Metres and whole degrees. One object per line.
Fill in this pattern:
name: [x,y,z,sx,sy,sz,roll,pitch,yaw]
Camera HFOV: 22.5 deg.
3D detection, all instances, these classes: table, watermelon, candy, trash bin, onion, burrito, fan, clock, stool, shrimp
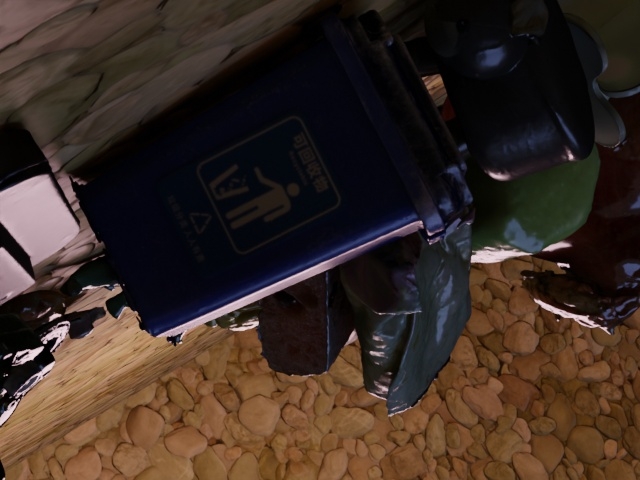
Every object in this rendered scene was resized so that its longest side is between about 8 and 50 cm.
table: [0.264,-0.200,1.365,0.198,0.166,0.166,-39,178,-18]
watermelon: [0.000,0.000,1.292,0.094,0.241,0.154,16,-156,26]
candy: [0.094,-0.042,1.445,0.142,0.132,0.343,2,177,-34]
trash bin: [-0.029,-0.035,1.078,0.234,0.162,0.184,-28,176,2]
onion: [0.284,-0.116,1.596,0.354,0.353,0.353,-33,176,-3]
burrito: [0.068,0.035,1.267,0.144,0.089,0.229,-61,162,-25]
fan: [-0.216,0.072,1.459,0.057,0.023,0.282,-10,-179,-11]
clock: [-0.264,0.045,0.932,0.273,0.049,0.279,-33,176,-7]
stool: [0.117,-0.134,1.204,0.139,0.153,0.228,-17,137,18]
shrimp: [-0.280,0.088,1.326,0.162,0.045,0.095,-32,176,14]

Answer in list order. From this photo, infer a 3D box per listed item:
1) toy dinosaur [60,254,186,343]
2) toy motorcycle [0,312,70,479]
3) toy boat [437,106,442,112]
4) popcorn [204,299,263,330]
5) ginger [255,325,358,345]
toy dinosaur: [-0.160,0.041,1.473,0.120,0.079,0.292,-42,158,33]
toy motorcycle: [-0.293,0.127,1.198,0.187,0.125,0.275,-45,170,10]
toy boat: [0.159,-0.116,1.880,0.088,0.089,0.229,-19,-179,34]
popcorn: [-0.076,0.014,1.369,0.141,0.135,0.162,-14,-160,44]
ginger: [0.019,0.040,2.116,0.256,0.176,0.375,-48,177,-6]
